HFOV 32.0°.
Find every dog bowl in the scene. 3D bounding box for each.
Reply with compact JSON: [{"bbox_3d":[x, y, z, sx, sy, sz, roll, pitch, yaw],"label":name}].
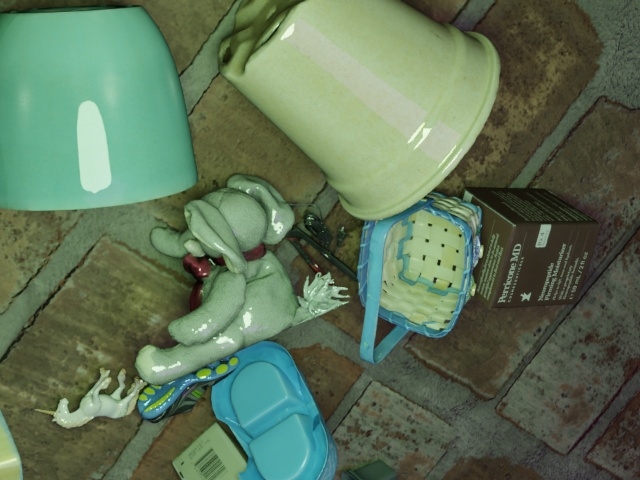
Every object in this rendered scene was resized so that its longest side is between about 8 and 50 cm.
[{"bbox_3d":[-0.072,0.308,1.858,0.166,0.297,0.074,-35,144,10],"label":"dog bowl"}]

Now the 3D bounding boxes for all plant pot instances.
[{"bbox_3d":[0.034,-0.248,1.611,0.305,0.334,0.333,34,96,-27],"label":"plant pot"},{"bbox_3d":[-0.311,-0.184,1.446,0.293,0.293,0.235,-9,106,-26],"label":"plant pot"}]

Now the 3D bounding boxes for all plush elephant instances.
[{"bbox_3d":[-0.149,0.039,1.699,0.330,0.255,0.272,-25,178,23],"label":"plush elephant"}]

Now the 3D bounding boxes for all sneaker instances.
[{"bbox_3d":[-0.223,0.242,1.875,0.188,0.067,0.078,-34,155,-17],"label":"sneaker"}]

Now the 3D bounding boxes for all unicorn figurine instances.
[{"bbox_3d":[-0.357,0.258,1.797,0.162,0.060,0.111,20,104,-36],"label":"unicorn figurine"}]

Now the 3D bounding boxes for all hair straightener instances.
[{"bbox_3d":[0.000,0.000,1.882,0.089,0.047,0.230,-43,125,-3],"label":"hair straightener"}]

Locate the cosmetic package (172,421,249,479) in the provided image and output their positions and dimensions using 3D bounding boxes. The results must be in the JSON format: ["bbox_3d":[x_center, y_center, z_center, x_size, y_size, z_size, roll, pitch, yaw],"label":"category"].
[{"bbox_3d":[-0.113,0.478,2.002,0.113,0.160,0.309,-43,130,-3],"label":"cosmetic package"}]

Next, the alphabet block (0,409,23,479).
[{"bbox_3d":[-0.559,0.368,1.659,0.197,0.192,0.193,-10,119,-25],"label":"alphabet block"}]

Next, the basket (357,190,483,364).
[{"bbox_3d":[0.151,0.041,1.850,0.289,0.201,0.254,-32,135,-49],"label":"basket"}]

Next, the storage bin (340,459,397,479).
[{"bbox_3d":[0.104,0.503,2.191,0.091,0.098,0.135,-22,125,-32],"label":"storage bin"}]

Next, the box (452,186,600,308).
[{"bbox_3d":[0.358,0.011,2.012,0.203,0.167,0.168,-1,116,-30],"label":"box"}]
